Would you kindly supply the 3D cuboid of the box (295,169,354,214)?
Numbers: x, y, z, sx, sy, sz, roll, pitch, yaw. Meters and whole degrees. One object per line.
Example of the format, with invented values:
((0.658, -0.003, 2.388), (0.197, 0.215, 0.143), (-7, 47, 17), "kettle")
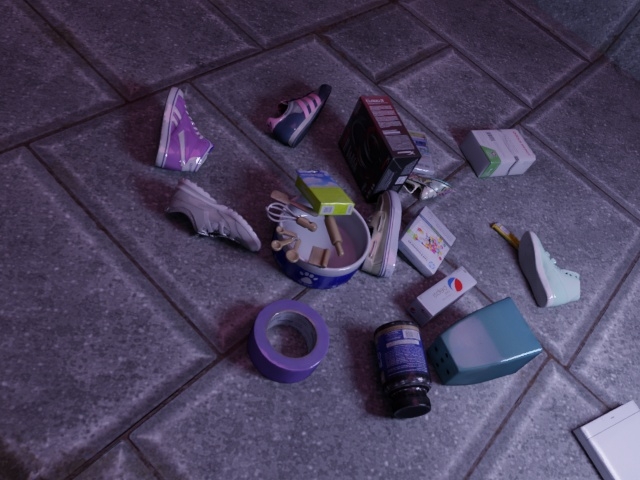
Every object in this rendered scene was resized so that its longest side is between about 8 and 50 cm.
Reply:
((0.006, -0.134, 1.602), (0.108, 0.043, 0.178), (-2, 36, -30), "box")

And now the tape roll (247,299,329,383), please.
((-0.079, 0.245, 1.410), (0.188, 0.080, 0.189), (10, 51, -13), "tape roll")

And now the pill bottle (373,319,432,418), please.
((0.208, 0.320, 1.439), (0.122, 0.123, 0.219), (6, 53, -18), "pill bottle")

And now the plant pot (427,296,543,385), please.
((0.416, 0.284, 1.532), (0.234, 0.166, 0.166), (-14, 61, -20), "plant pot")

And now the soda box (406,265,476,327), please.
((0.348, 0.158, 1.647), (0.216, 0.074, 0.069), (-28, 69, -35), "soda box")

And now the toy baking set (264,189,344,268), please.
((-0.044, -0.039, 1.530), (0.196, 0.030, 0.256), (1, 54, -21), "toy baking set")

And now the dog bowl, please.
((0.000, 0.000, 1.608), (0.264, 0.104, 0.265), (11, 52, -14), "dog bowl")

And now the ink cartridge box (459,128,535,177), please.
((0.649, -0.321, 2.114), (0.219, 0.093, 0.160), (-6, 58, -26), "ink cartridge box")

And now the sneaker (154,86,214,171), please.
((-0.393, -0.319, 1.703), (0.160, 0.102, 0.282), (9, 63, -19), "sneaker")

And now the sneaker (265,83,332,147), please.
((-0.066, -0.442, 1.909), (0.131, 0.112, 0.319), (31, 49, -1), "sneaker")

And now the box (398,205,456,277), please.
((0.320, 0.001, 1.755), (0.145, 0.038, 0.186), (46, 51, -5), "box")

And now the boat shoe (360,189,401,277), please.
((0.177, -0.032, 1.704), (0.094, 0.109, 0.303), (14, 54, -9), "boat shoe")

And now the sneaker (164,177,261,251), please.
((-0.286, -0.045, 1.556), (0.281, 0.105, 0.115), (35, 84, 0), "sneaker")

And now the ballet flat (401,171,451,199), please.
((0.318, -0.181, 1.900), (0.221, 0.077, 0.079), (23, 68, 2), "ballet flat")

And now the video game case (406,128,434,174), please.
((0.283, -0.319, 2.014), (0.212, 0.023, 0.194), (7, 53, -16), "video game case")

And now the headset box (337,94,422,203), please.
((0.173, -0.300, 1.828), (0.110, 0.218, 0.293), (-7, 59, -26), "headset box")

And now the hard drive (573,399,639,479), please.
((0.855, 0.623, 1.520), (0.232, 0.047, 0.353), (-12, 61, -28), "hard drive")

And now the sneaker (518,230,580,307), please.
((0.732, 0.087, 1.839), (0.151, 0.094, 0.256), (-3, 66, -17), "sneaker")

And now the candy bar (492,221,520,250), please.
((0.635, -0.004, 1.920), (0.161, 0.018, 0.040), (45, 48, 14), "candy bar")
